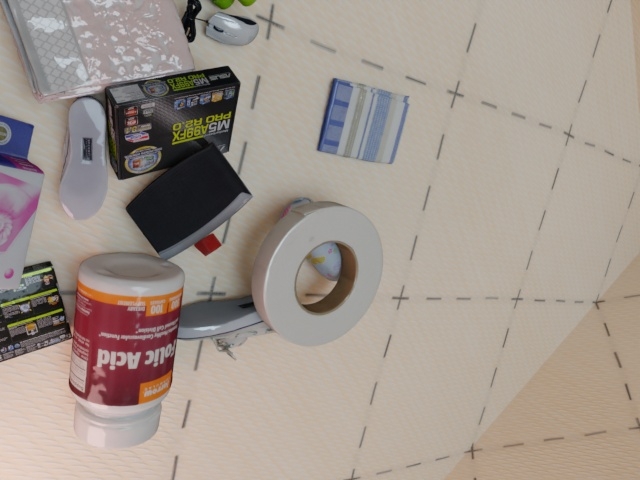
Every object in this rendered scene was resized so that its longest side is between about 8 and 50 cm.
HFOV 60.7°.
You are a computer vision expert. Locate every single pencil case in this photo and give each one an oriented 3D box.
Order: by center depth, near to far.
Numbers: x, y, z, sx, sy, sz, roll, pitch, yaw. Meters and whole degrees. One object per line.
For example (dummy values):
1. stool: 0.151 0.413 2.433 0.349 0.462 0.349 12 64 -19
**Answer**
1. pencil case: 0.000 0.000 1.536 0.273 0.113 0.124 47 58 -38

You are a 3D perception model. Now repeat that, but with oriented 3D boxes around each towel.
1. towel: -0.433 -0.456 1.040 0.317 0.053 0.332 -23 105 -27
2. towel: 0.127 -0.334 1.561 0.285 0.034 0.209 3 107 -35

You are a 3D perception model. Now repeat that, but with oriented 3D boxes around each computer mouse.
1. computer mouse: -0.217 -0.476 1.225 0.193 0.042 0.106 -4 144 -37

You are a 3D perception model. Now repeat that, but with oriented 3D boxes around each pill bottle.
1. pill bottle: -0.438 0.243 1.227 0.224 0.224 0.392 0 106 -37

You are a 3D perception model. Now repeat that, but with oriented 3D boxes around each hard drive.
1. hard drive: -0.299 -0.086 1.221 0.254 0.054 0.172 -35 92 6

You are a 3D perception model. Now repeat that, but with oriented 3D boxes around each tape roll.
1. tape roll: 0.000 0.088 1.447 0.392 0.072 0.392 -13 112 -33

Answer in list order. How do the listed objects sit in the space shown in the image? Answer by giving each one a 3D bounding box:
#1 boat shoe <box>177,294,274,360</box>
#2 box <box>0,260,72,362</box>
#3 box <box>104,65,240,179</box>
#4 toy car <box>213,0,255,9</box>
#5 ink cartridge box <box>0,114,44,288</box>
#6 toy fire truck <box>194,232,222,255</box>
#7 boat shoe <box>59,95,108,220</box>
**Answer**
1. boat shoe: -0.236 0.241 1.450 0.367 0.136 0.156 -9 115 -44
2. box: -0.647 0.156 1.158 0.190 0.045 0.184 -18 114 -30
3. box: -0.315 -0.252 1.174 0.270 0.060 0.216 -21 153 -30
4. toy car: -0.197 -0.622 1.158 0.155 0.149 0.188 31 75 -51
5. ink cartridge box: -0.643 -0.076 0.944 0.324 0.071 0.330 8 96 -68
6. toy fire truck: -0.290 -0.072 1.306 0.192 0.135 0.047 52 39 0
7. boat shoe: -0.484 -0.171 1.133 0.095 0.084 0.258 9 109 -25
